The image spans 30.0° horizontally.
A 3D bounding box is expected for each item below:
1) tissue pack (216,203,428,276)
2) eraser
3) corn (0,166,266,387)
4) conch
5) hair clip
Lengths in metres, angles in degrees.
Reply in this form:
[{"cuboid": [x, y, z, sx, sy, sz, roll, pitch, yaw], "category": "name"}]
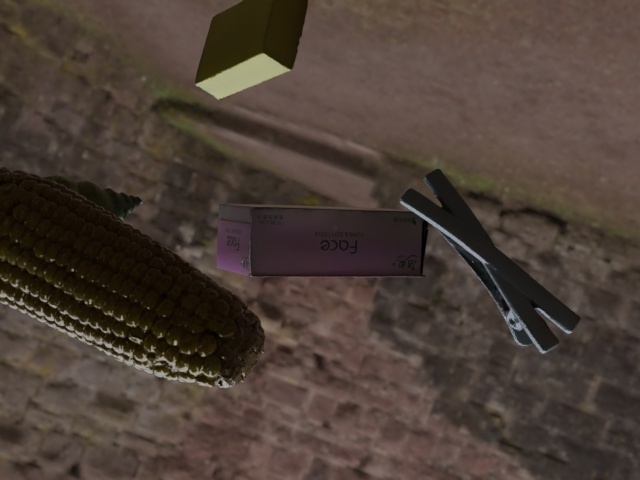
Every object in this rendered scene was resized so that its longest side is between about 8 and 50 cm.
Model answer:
[{"cuboid": [0.000, 0.000, 1.577, 0.246, 0.092, 0.148, 0, -176, -22], "category": "tissue pack"}, {"cuboid": [-0.076, -0.216, 1.306, 0.045, 0.097, 0.122, 29, 149, -35], "category": "eraser"}, {"cuboid": [-0.196, 0.031, 1.043, 0.322, 0.119, 0.119, 24, 178, 13], "category": "corn"}, {"cuboid": [-0.295, -0.025, 1.333, 0.201, 0.094, 0.080, -4, -177, -39], "category": "conch"}, {"cuboid": [0.088, 0.014, 0.648, 0.115, 0.030, 0.039, 50, 153, 6], "category": "hair clip"}]
